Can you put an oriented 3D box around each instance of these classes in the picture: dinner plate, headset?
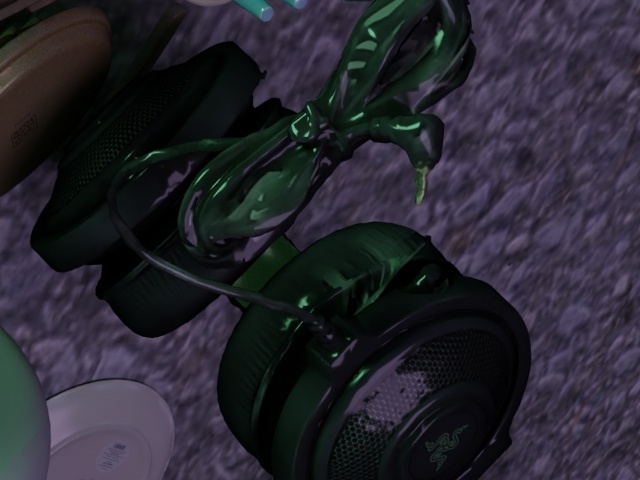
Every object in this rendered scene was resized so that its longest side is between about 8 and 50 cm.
[{"bbox_3d":[-0.141,0.141,0.991,0.141,0.017,0.141,-27,138,-27],"label":"dinner plate"},{"bbox_3d":[0.000,0.000,0.756,0.185,0.243,0.394,-46,171,-1],"label":"headset"}]

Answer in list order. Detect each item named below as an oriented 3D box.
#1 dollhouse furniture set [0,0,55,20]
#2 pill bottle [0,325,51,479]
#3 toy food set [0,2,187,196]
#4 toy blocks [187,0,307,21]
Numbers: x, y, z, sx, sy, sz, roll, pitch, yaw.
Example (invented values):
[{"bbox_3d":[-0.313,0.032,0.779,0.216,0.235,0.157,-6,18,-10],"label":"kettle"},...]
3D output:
[{"bbox_3d":[-0.291,-0.087,0.591,0.355,0.174,0.303,-24,-172,14],"label":"dollhouse furniture set"},{"bbox_3d":[-0.267,0.220,0.766,0.229,0.229,0.408,-9,128,-39],"label":"pill bottle"},{"bbox_3d":[-0.145,-0.057,0.751,0.132,0.038,0.192,-51,170,29],"label":"toy food set"},{"bbox_3d":[-0.037,-0.164,0.712,0.054,0.148,0.123,20,108,-51],"label":"toy blocks"}]
